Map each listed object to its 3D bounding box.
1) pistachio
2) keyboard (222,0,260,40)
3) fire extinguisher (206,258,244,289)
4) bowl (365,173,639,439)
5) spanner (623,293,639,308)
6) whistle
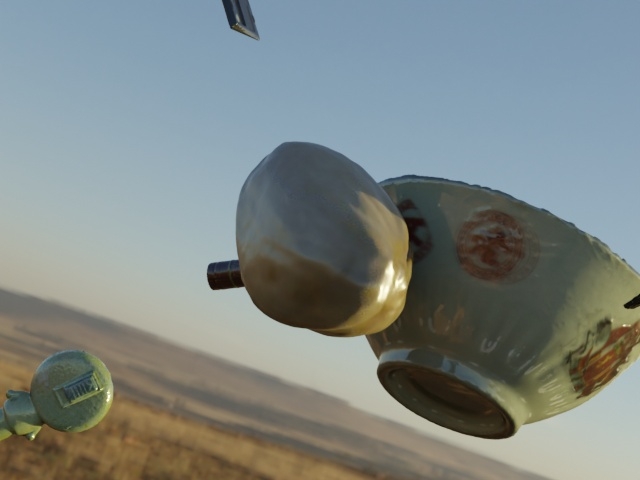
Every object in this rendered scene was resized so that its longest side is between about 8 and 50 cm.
[{"bbox_3d":[0.000,0.000,1.096,0.153,0.138,0.238,-11,37,-8],"label":"pistachio"},{"bbox_3d":[-0.096,-0.281,1.119,0.010,0.198,0.063,-20,-9,18],"label":"keyboard"},{"bbox_3d":[-0.088,0.040,1.812,0.157,0.078,0.045,-8,-49,19],"label":"fire extinguisher"},{"bbox_3d":[0.155,0.096,1.208,0.337,0.158,0.337,22,-23,10],"label":"bowl"},{"bbox_3d":[0.300,0.008,0.889,0.046,0.012,0.208,-16,-16,-41],"label":"spanner"},{"bbox_3d":[-0.355,0.209,1.519,0.198,0.104,0.057,-24,3,-7],"label":"whistle"}]
